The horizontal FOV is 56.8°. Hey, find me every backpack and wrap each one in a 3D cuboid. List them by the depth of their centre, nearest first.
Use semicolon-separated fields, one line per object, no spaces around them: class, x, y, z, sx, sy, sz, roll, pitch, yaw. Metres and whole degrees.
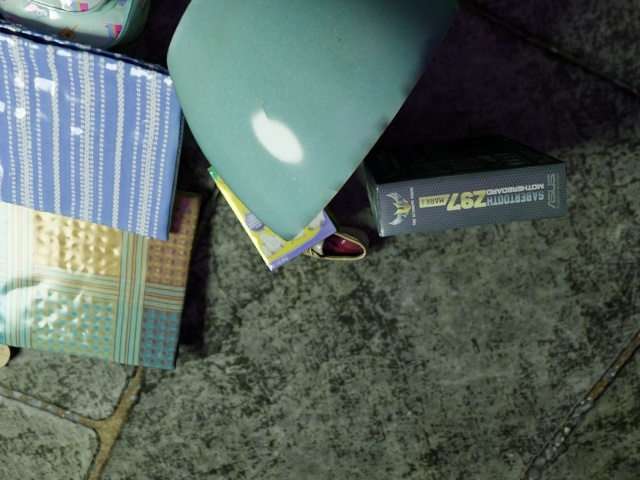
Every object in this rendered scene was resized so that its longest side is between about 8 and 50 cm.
backpack;-0.261;-0.298;0.630;0.166;0.144;0.188;13;120;-9

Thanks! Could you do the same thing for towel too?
towel;-0.331;-0.125;0.679;0.336;0.040;0.243;14;129;-6
towel;-0.363;0.028;0.805;0.370;0.040;0.271;10;106;-6

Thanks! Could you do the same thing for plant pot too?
plant pot;-0.032;-0.173;0.591;0.195;0.290;0.290;35;108;-9

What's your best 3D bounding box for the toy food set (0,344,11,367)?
toy food set;-0.478;0.134;0.869;0.078;0.019;0.122;35;108;-13

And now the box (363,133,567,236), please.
box;0.146;-0.070;0.672;0.183;0.232;0.059;-6;106;2

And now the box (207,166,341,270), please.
box;-0.064;-0.064;0.759;0.105;0.043;0.179;-32;89;12

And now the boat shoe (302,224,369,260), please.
boat shoe;0.000;0.000;0.801;0.135;0.045;0.050;3;112;-2
